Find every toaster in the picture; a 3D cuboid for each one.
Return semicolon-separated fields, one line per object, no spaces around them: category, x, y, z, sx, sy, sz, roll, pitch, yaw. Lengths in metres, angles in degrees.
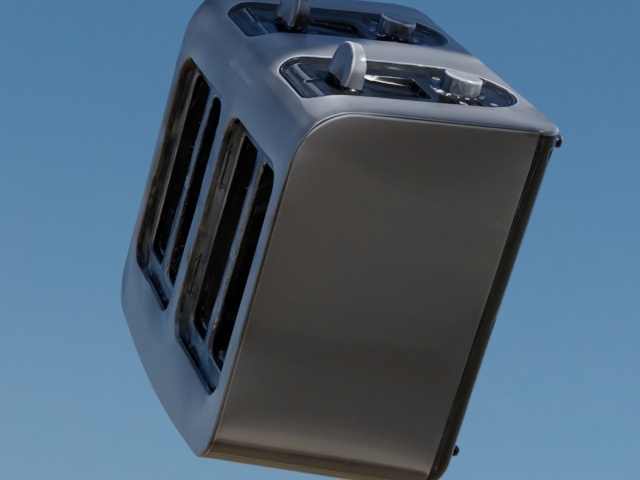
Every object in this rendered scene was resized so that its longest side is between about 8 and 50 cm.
toaster;0.000;0.000;0.807;0.110;0.186;0.168;9;20;-21
